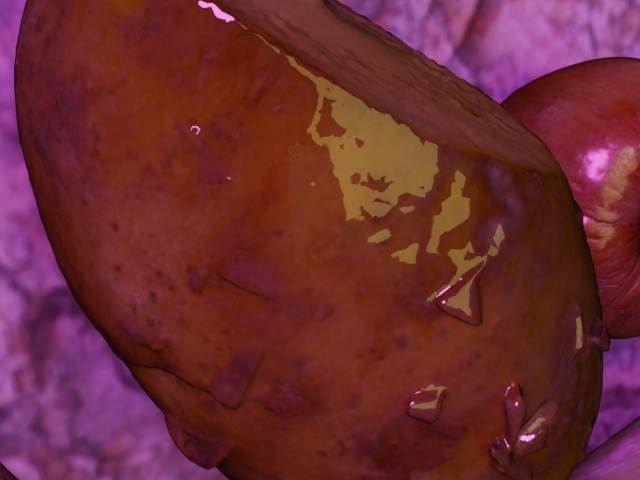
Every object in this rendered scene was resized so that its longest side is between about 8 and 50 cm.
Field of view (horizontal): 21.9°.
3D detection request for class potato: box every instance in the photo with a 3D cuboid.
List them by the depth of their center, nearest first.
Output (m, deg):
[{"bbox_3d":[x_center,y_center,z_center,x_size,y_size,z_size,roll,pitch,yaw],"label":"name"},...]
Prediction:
[{"bbox_3d":[0.000,0.000,0.608,0.176,0.141,0.298,-35,118,5],"label":"potato"}]

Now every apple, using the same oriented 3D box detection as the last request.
[{"bbox_3d":[0.123,-0.019,0.719,0.126,0.102,0.126,-8,108,-26],"label":"apple"}]

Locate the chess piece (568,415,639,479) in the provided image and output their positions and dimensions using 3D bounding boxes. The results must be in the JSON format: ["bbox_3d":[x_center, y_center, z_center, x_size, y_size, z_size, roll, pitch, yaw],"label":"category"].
[{"bbox_3d":[0.244,0.086,0.766,0.442,0.234,0.234,-53,124,-16],"label":"chess piece"}]

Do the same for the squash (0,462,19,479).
[{"bbox_3d":[-0.160,0.129,0.577,0.132,0.105,0.105,-44,122,-8],"label":"squash"}]
